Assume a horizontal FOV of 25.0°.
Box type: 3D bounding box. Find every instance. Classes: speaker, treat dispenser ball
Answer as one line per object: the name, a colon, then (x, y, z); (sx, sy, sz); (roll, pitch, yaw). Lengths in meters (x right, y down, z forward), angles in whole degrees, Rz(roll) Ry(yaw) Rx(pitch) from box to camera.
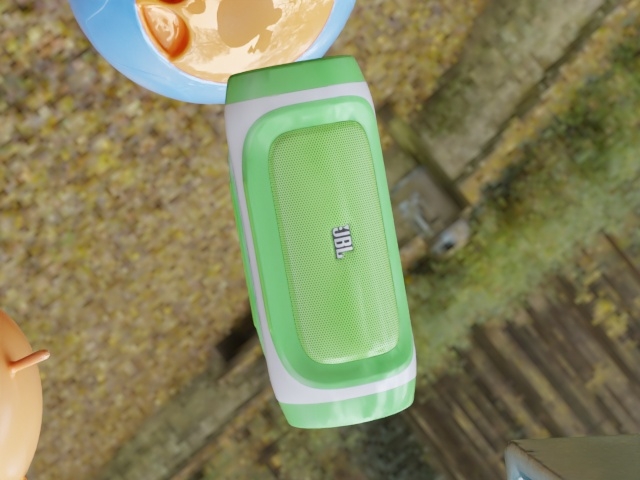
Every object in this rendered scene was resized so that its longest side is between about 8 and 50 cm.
speaker: (0.000, 0.000, 1.207); (0.131, 0.296, 0.131); (-10, -176, 1)
treat dispenser ball: (-0.102, -0.273, 1.360); (0.288, 0.288, 0.288); (-37, 172, -7)

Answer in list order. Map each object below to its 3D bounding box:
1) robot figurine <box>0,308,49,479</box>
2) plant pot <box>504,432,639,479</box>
robot figurine: (-0.232, 0.081, 0.704); (0.128, 0.220, 0.158); (67, 30, -68)
plant pot: (0.228, 0.191, 0.516); (0.252, 0.247, 0.247); (-8, -178, -5)
